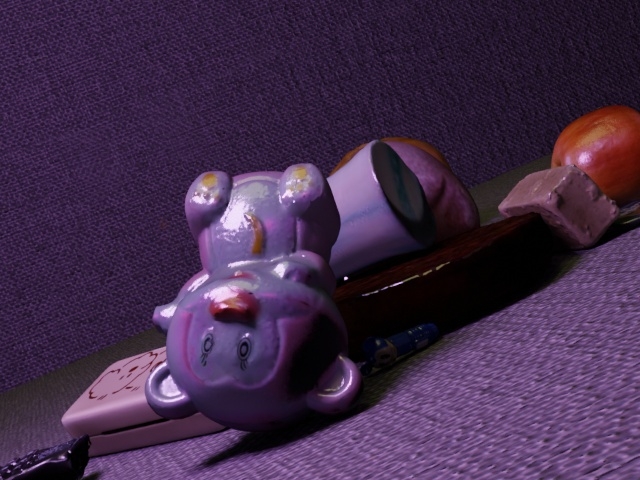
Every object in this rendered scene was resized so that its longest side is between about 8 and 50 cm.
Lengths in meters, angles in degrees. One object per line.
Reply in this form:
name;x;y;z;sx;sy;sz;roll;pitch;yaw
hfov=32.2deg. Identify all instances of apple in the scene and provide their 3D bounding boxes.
apple;0.473;-0.126;1.838;0.199;0.199;0.199;-23;3;1

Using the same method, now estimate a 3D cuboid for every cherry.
cherry;0.143;-0.032;1.903;0.307;0.261;0.221;21;-18;-17

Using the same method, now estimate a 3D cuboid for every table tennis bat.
table tennis bat;0.453;-0.032;1.733;0.150;0.027;0.236;-26;6;-25

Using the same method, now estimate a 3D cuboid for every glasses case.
glasses case;-0.217;0.211;1.534;0.336;0.076;0.144;-20;22;43

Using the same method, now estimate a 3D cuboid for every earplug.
earplug;0.000;0.000;1.738;0.324;0.185;0.185;-30;0;22

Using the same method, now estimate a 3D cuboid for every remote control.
remote control;-0.478;0.355;1.411;0.399;0.062;0.144;-24;2;-1

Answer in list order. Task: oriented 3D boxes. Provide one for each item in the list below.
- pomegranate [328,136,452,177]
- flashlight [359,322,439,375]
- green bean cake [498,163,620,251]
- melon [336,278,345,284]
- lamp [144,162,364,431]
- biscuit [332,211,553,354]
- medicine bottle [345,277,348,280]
pomegranate;0.158;-0.094;2.526;0.322;0.322;0.322;-23;3;1
flashlight;0.100;0.131;1.374;0.121;0.057;0.035;-17;35;-33
green bean cake;0.359;-0.046;1.678;0.085;0.109;0.179;-49;9;-12
melon;-0.021;0.093;1.917;0.139;0.139;0.192;-23;8;2
lamp;-0.069;0.085;1.297;0.247;0.301;0.247;-2;-33;7
biscuit;0.148;0.069;1.602;0.407;0.091;0.407;-23;1;0
medicine bottle;0.139;0.051;2.112;0.218;0.074;0.074;-21;3;14
